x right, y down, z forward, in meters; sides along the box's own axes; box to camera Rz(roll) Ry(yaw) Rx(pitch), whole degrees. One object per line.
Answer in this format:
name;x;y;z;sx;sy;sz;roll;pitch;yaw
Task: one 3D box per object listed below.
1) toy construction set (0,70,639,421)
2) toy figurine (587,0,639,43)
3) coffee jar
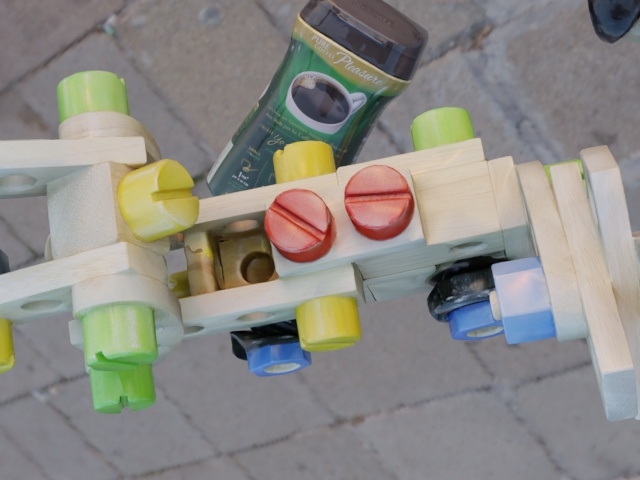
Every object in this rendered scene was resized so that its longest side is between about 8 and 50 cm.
toy construction set;0.000;0.000;0.562;0.328;0.151;0.215;2;164;11
toy figurine;0.271;-0.186;0.762;0.148;0.213;0.209;23;95;-9
coffee jar;-0.001;-0.094;0.951;0.096;0.079;0.184;32;109;1
